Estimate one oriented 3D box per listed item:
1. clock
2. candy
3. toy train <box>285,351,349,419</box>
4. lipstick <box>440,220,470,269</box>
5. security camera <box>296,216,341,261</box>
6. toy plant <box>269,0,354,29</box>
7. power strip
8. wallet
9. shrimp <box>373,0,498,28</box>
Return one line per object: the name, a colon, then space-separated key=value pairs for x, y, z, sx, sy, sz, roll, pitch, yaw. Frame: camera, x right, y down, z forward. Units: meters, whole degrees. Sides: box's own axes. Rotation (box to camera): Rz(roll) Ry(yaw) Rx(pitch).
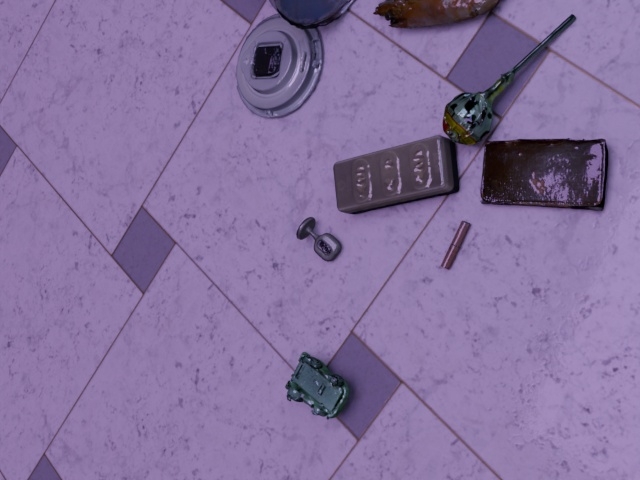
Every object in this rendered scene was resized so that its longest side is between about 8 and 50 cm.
clock: x=-0.101 y=-0.382 z=1.987 sx=0.236 sy=0.053 sz=0.237 roll=-5 pitch=82 yaw=33
candy: x=0.344 y=-0.290 z=1.664 sx=0.305 sy=0.083 sz=0.091 roll=-42 pitch=60 yaw=13
toy train: x=-0.006 y=0.281 z=1.813 sx=0.149 sy=0.081 sz=0.099 roll=30 pitch=100 yaw=28
lipstick: x=0.249 y=0.008 z=1.707 sx=0.019 sy=0.019 sz=0.094 roll=30 pitch=100 yaw=34
security camera: x=0.000 y=0.000 z=1.866 sx=0.092 sy=0.058 sz=0.058 roll=37 pitch=104 yaw=24
toy plant: x=-0.085 y=-0.612 z=1.923 sx=0.332 sy=0.247 sz=0.247 roll=46 pitch=109 yaw=37
power strip: x=0.137 y=-0.121 z=1.774 sx=0.256 sy=0.070 sz=0.105 roll=-12 pitch=76 yaw=34
wallet: x=0.391 y=-0.118 z=1.623 sx=0.232 sy=0.031 sz=0.122 roll=5 pitch=90 yaw=37
shrimp: x=0.227 y=-0.477 z=1.775 sx=0.294 sy=0.062 sz=0.154 roll=-7 pitch=67 yaw=31
